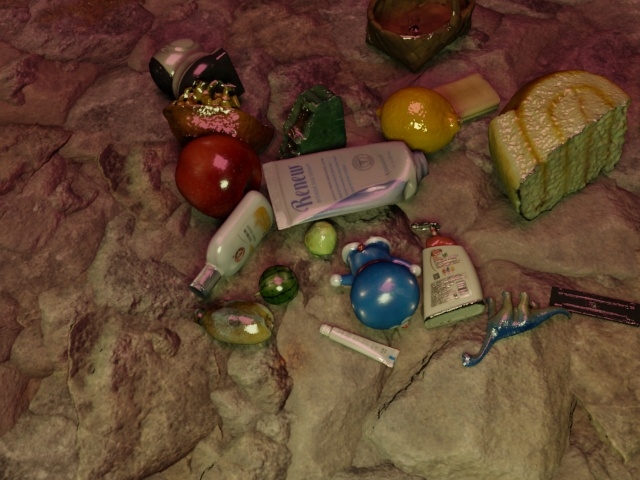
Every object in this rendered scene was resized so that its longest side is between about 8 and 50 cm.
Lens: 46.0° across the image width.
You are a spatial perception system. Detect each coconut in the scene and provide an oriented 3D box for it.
[{"bbox_3d":[0.000,0.000,1.892,0.088,0.096,0.088,15,20,-5],"label":"coconut"}]

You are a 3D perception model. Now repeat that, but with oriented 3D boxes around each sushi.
[{"bbox_3d":[-0.282,-0.323,2.078,0.297,0.167,0.179,9,69,2],"label":"sushi"}]

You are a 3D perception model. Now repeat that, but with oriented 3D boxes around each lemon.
[{"bbox_3d":[0.263,-0.323,2.034,0.244,0.186,0.186,13,57,19],"label":"lemon"}]

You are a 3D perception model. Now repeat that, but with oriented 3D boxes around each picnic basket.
[{"bbox_3d":[0.296,-0.721,2.228,0.293,0.337,0.337,37,66,26],"label":"picnic basket"}]

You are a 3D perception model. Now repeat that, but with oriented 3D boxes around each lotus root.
[{"bbox_3d":[-0.205,0.190,1.775,0.192,0.088,0.113,4,40,9],"label":"lotus root"}]

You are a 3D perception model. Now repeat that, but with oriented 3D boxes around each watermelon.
[{"bbox_3d":[-0.105,0.109,1.815,0.109,0.109,0.109,-2,55,3],"label":"watermelon"}]

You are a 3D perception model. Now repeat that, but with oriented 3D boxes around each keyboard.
[{"bbox_3d":[0.643,0.154,1.769,0.205,0.013,0.061,12,57,13],"label":"keyboard"}]

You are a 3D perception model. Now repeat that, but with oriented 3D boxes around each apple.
[{"bbox_3d":[-0.260,-0.166,1.949,0.201,0.218,0.218,13,57,23],"label":"apple"}]

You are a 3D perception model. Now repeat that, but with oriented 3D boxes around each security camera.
[{"bbox_3d":[-0.384,-0.489,2.210,0.191,0.197,0.277,-41,55,-11],"label":"security camera"}]

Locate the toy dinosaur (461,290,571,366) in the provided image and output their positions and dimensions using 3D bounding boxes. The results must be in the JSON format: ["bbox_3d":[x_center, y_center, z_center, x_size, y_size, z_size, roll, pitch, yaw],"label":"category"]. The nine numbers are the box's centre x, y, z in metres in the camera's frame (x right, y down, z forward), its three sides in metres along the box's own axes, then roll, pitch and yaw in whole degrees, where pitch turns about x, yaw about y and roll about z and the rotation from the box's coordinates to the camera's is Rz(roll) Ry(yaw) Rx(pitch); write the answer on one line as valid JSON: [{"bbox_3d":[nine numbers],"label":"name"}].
[{"bbox_3d":[0.453,0.213,1.729,0.248,0.075,0.188,7,65,4],"label":"toy dinosaur"}]

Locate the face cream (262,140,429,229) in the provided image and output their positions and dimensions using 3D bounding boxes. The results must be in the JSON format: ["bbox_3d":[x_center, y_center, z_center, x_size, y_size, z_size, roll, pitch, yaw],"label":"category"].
[{"bbox_3d":[0.074,-0.156,1.953,0.420,0.137,0.234,-12,53,-6],"label":"face cream"}]

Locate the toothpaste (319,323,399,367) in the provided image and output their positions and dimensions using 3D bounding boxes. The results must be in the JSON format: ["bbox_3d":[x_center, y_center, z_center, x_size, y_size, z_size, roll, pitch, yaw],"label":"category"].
[{"bbox_3d":[0.087,0.239,1.751,0.190,0.031,0.048,21,57,15],"label":"toothpaste"}]

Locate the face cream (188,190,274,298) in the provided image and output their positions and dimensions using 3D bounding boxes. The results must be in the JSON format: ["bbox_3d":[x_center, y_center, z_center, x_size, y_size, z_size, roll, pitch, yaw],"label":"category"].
[{"bbox_3d":[-0.221,0.015,1.862,0.071,0.144,0.291,23,62,26],"label":"face cream"}]

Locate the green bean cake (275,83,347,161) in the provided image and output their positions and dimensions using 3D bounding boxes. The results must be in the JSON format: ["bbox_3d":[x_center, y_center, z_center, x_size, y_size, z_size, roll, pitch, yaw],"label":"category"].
[{"bbox_3d":[-0.035,-0.304,2.033,0.193,0.208,0.107,-27,54,-16],"label":"green bean cake"}]

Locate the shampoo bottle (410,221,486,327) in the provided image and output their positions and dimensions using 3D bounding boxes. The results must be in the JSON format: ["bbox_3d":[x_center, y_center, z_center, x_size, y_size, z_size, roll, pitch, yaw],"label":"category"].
[{"bbox_3d":[0.295,0.065,1.828,0.153,0.071,0.284,-17,51,9],"label":"shampoo bottle"}]

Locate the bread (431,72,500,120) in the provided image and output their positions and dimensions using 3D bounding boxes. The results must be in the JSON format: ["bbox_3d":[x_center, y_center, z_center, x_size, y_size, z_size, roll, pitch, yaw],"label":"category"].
[{"bbox_3d":[0.404,-0.400,2.148,0.178,0.060,0.139,-21,57,-10],"label":"bread"}]

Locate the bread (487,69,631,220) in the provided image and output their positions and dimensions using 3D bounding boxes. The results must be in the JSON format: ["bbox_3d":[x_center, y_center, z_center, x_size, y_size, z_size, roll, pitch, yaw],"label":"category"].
[{"bbox_3d":[0.568,-0.258,1.935,0.395,0.239,0.264,-32,54,-15],"label":"bread"}]

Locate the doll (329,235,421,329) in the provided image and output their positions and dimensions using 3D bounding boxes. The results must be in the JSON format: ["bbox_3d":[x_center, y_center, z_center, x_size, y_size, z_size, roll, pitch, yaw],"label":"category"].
[{"bbox_3d":[0.135,0.102,1.783,0.215,0.161,0.256,-22,39,6],"label":"doll"}]
